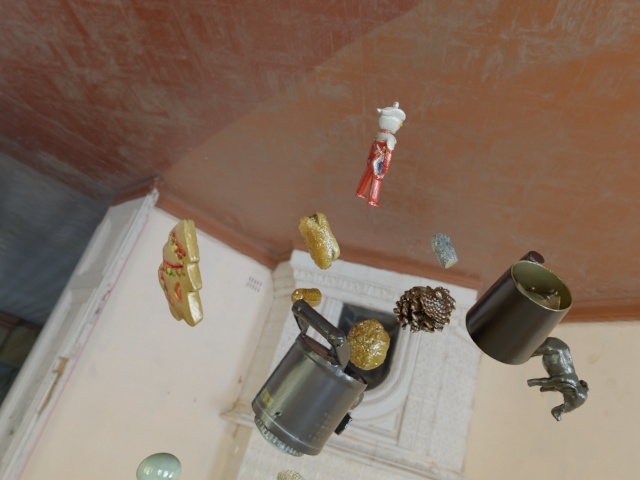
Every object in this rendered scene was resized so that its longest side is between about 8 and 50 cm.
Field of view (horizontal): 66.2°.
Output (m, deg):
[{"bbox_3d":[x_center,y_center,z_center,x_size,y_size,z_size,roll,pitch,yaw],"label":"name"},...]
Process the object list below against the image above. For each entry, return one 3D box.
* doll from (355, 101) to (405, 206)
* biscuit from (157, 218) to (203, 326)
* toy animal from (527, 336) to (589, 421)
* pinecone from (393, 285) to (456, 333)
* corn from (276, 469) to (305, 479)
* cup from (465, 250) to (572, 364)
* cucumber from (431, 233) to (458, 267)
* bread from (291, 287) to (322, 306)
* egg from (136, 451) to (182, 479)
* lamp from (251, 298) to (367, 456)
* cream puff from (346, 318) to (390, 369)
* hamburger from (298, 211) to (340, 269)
[{"bbox_3d":[0.223,-0.325,1.831,0.099,0.384,0.188,8,-162,-20],"label":"doll"},{"bbox_3d":[-0.300,0.063,1.047,0.041,0.238,0.212,-6,-150,-35],"label":"biscuit"},{"bbox_3d":[0.684,0.399,1.438,0.115,0.245,0.146,-7,164,-43],"label":"toy animal"},{"bbox_3d":[0.358,0.244,1.742,0.186,0.168,0.212,10,165,-30],"label":"pinecone"},{"bbox_3d":[-0.056,0.814,1.568,0.211,0.087,0.087,38,177,46],"label":"corn"},{"bbox_3d":[0.428,0.128,1.099,0.166,0.239,0.177,8,132,-15],"label":"cup"},{"bbox_3d":[0.399,0.034,1.580,0.064,0.112,0.064,-9,140,-8],"label":"cucumber"},{"bbox_3d":[-0.034,0.149,1.270,0.044,0.052,0.157,3,176,18],"label":"bread"},{"bbox_3d":[-0.682,0.976,2.075,0.192,0.149,0.149,-8,152,4],"label":"egg"},{"bbox_3d":[-0.036,0.365,1.168,0.205,0.272,0.374,32,157,41],"label":"lamp"},{"bbox_3d":[0.129,0.291,1.398,0.103,0.144,0.126,40,161,-33],"label":"cream puff"},{"bbox_3d":[0.000,0.000,2.181,0.262,0.124,0.131,65,160,0],"label":"hamburger"}]
